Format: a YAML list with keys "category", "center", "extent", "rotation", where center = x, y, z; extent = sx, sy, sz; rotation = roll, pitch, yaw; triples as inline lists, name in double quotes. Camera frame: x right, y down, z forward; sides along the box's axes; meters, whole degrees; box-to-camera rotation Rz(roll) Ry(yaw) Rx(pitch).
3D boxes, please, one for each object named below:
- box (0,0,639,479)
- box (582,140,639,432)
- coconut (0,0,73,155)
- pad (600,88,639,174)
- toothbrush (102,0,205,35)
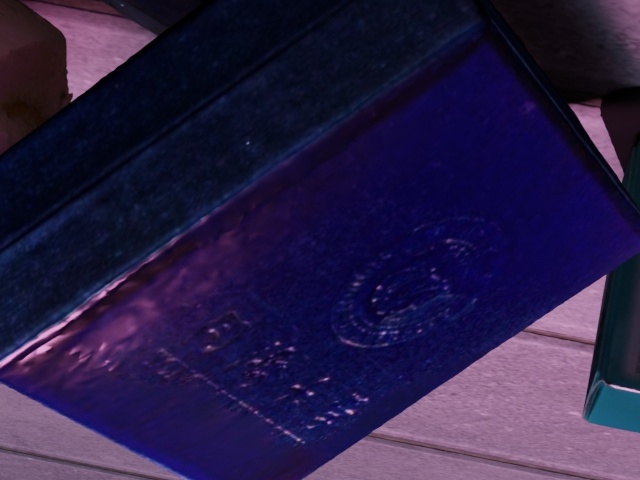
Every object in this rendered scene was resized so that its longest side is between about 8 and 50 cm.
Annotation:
- category: "box"
  center: [-0.005, -0.005, 0.954]
  extent: [0.279, 0.116, 0.261]
  rotation: [-34, 148, 11]
- category: "box"
  center: [0.282, 0.045, 1.078]
  extent: [0.245, 0.153, 0.092]
  rotation: [11, 162, 5]
- category: "coconut"
  center: [-0.241, -0.049, 1.016]
  extent: [0.233, 0.245, 0.233]
  rotation: [6, -161, -2]
- category: "pad"
  center: [0.268, -0.027, 1.119]
  extent: [0.181, 0.004, 0.267]
  rotation: [5, 160, 19]
- category: "toothbrush"
  center: [0.039, -0.065, 1.101]
  extent: [0.413, 0.042, 0.035]
  rotation: [26, 157, -30]
